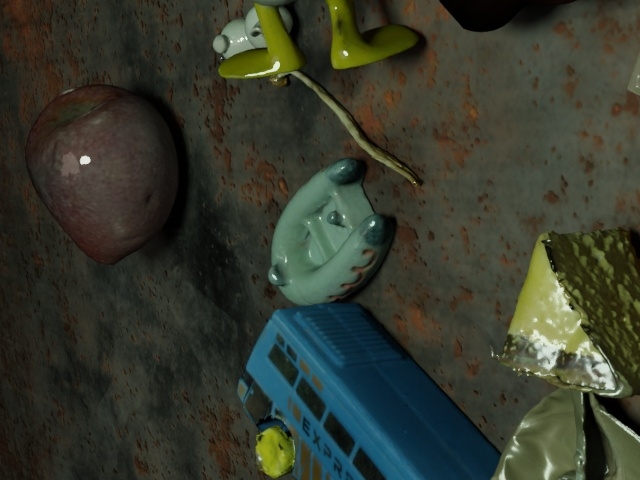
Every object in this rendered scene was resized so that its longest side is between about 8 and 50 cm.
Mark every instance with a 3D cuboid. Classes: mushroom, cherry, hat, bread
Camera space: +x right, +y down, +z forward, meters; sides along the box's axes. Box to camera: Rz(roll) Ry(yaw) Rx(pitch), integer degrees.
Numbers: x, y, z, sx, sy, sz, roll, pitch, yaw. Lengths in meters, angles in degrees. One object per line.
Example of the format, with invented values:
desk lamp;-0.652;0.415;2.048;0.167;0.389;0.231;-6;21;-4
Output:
mushroom;0.023;-0.136;1.300;0.286;0.026;0.028;40;147;41
cherry;-0.294;-0.096;1.643;0.239;0.206;0.239;38;162;15
hat;0.248;0.232;1.040;0.173;0.144;0.166;34;98;1
bread;0.235;0.067;0.937;0.152;0.147;0.127;32;113;40

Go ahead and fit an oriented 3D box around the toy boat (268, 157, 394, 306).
toy boat;0.000;0.000;1.326;0.134;0.079;0.208;63;143;18

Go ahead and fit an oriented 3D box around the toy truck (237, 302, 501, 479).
toy truck;0.065;0.231;1.227;0.385;0.161;0.162;48;127;40

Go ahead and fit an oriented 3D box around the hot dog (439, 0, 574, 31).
hot dog;0.192;-0.293;0.897;0.194;0.107;0.326;56;153;-16

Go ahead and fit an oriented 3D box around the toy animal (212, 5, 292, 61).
toy animal;-0.070;-0.246;1.360;0.124;0.085;0.071;-20;66;51

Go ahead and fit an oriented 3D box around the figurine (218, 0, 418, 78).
figurine;-0.044;-0.359;1.173;0.283;0.204;0.338;-100;-4;-62

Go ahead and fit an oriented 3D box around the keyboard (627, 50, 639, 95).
keyboard;0.304;-0.105;0.888;0.166;0.017;0.055;41;127;43
